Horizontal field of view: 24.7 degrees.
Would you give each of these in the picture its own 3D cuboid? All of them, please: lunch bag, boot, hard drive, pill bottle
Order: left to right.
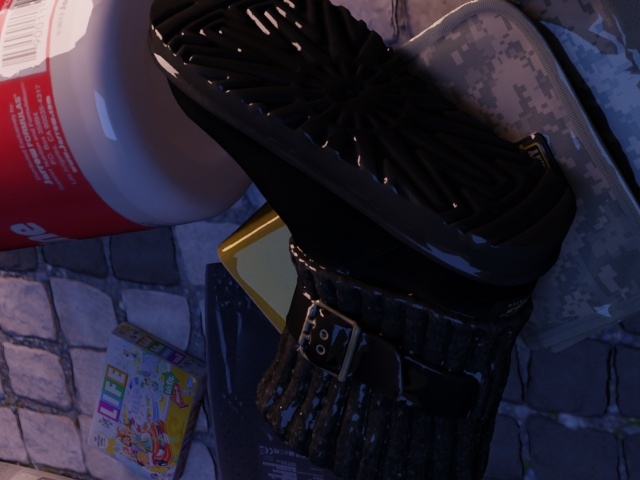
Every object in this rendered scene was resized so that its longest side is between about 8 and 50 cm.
[{"bbox_3d":[-0.268,-0.105,1.253,0.408,0.229,0.229,-8,112,31],"label":"pill bottle"},{"bbox_3d":[-0.020,0.144,1.335,0.172,0.054,0.254,4,107,30],"label":"hard drive"},{"bbox_3d":[-0.002,0.002,1.003,0.348,0.131,0.260,41,139,25],"label":"boot"},{"bbox_3d":[0.204,-0.083,0.982,0.287,0.169,0.235,-29,93,9],"label":"lunch bag"}]

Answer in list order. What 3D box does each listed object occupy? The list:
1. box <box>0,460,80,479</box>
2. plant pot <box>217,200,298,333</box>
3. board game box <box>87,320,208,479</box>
[{"bbox_3d":[-0.326,0.342,1.634,0.231,0.056,0.183,9,120,24],"label":"box"},{"bbox_3d":[0.081,0.004,1.153,0.187,0.212,0.212,-38,94,24],"label":"plant pot"},{"bbox_3d":[-0.175,0.168,1.477,0.103,0.026,0.154,26,125,14],"label":"board game box"}]
